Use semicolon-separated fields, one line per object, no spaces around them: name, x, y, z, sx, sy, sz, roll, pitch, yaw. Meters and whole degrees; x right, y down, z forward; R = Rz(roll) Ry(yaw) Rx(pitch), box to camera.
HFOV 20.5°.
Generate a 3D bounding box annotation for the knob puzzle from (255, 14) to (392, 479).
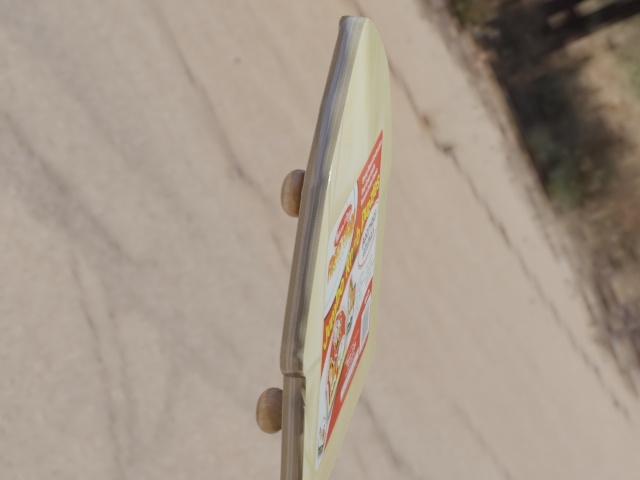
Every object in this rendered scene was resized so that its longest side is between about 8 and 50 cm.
knob puzzle;0.000;0.000;0.728;0.213;0.030;0.213;8;90;-80
